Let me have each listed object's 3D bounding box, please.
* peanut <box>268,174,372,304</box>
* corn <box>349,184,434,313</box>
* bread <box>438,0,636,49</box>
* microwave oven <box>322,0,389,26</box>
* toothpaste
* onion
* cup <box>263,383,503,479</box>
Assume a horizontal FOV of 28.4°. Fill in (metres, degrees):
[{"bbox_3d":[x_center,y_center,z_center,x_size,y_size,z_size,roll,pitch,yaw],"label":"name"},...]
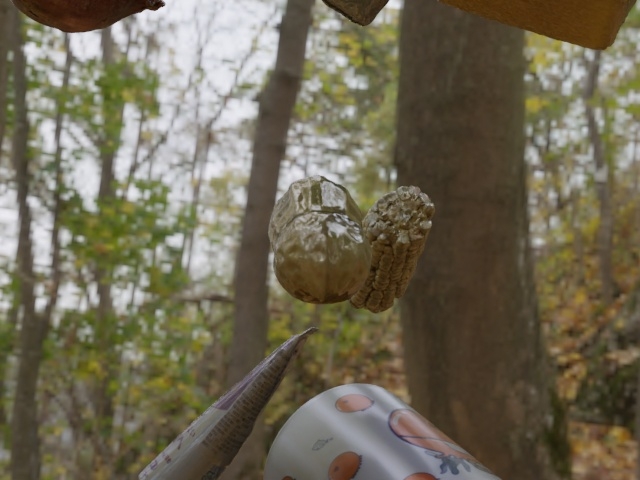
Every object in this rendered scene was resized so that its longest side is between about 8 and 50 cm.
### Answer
[{"bbox_3d":[0.000,0.000,1.149,0.090,0.098,0.214,20,16,-12],"label":"peanut"},{"bbox_3d":[0.071,0.013,1.443,0.087,0.087,0.211,7,-27,-3],"label":"corn"},{"bbox_3d":[0.281,-0.406,1.690,0.324,0.143,0.333,21,-11,10],"label":"bread"},{"bbox_3d":[0.032,-0.402,1.048,0.218,0.355,0.286,45,14,21],"label":"microwave oven"},{"bbox_3d":[-0.106,0.203,1.350,0.073,0.299,0.114,41,-1,8],"label":"toothpaste"},{"bbox_3d":[-0.279,-0.316,1.516,0.195,0.159,0.159,24,-14,-21],"label":"onion"},{"bbox_3d":[0.097,0.315,1.389,0.212,0.212,0.317,11,11,-31],"label":"cup"}]
